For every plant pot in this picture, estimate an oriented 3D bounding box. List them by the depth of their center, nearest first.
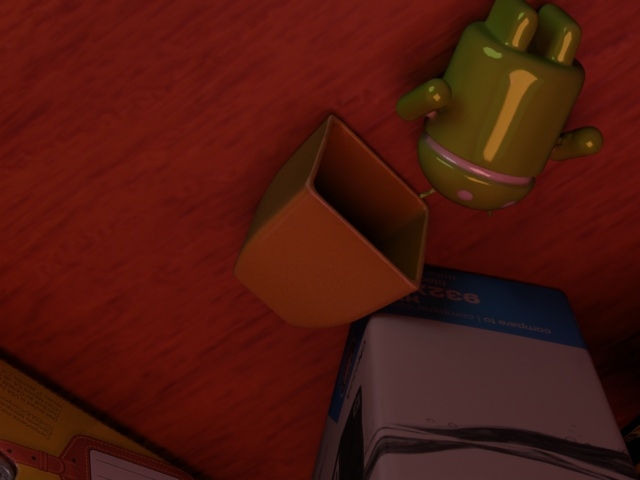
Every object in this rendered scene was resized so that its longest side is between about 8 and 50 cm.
[{"bbox_3d":[0.000,0.000,0.579,0.081,0.081,0.083,42,120,-17],"label":"plant pot"}]

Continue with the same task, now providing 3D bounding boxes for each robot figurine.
[{"bbox_3d":[0.091,-0.066,0.549,0.101,0.067,0.115,13,116,-18],"label":"robot figurine"}]

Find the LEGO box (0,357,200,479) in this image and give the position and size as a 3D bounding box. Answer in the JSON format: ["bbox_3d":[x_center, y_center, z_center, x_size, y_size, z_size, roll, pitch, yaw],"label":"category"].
[{"bbox_3d":[-0.348,0.209,0.623,0.500,0.193,0.372,35,112,-14],"label":"LEGO box"}]

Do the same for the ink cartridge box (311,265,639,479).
[{"bbox_3d":[0.062,0.180,0.535,0.129,0.307,0.223,12,115,-4],"label":"ink cartridge box"}]

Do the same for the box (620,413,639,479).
[{"bbox_3d":[0.335,0.164,0.551,0.257,0.079,0.322,-37,91,-4],"label":"box"}]
